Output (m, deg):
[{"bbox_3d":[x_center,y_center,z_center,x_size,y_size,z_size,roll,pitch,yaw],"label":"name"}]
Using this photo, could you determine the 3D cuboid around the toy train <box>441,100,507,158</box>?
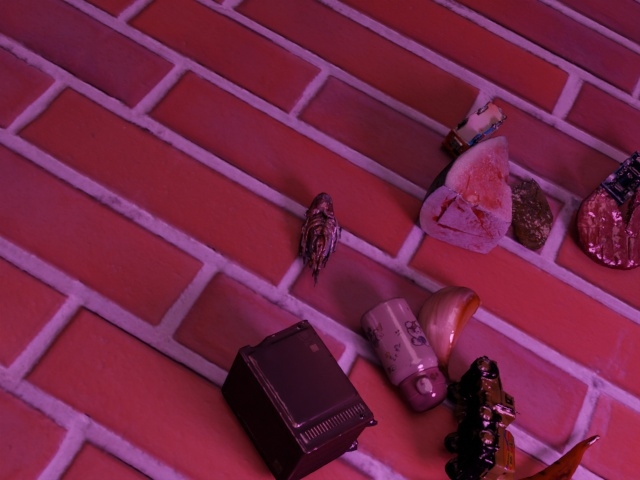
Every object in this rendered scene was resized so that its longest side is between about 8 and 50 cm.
[{"bbox_3d":[0.388,-0.273,2.103,0.188,0.099,0.072,-36,76,-31],"label":"toy train"}]

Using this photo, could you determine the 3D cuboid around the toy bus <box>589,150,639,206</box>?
[{"bbox_3d":[0.766,-0.146,2.123,0.160,0.092,0.079,-39,79,-24],"label":"toy bus"}]

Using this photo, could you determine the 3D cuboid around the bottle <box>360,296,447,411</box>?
[{"bbox_3d":[0.178,0.239,1.726,0.110,0.110,0.233,-16,64,-23],"label":"bottle"}]

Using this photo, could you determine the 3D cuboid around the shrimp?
[{"bbox_3d":[0.000,0.000,1.850,0.090,0.079,0.232,7,63,-4],"label":"shrimp"}]

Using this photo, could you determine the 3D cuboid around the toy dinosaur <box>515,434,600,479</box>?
[{"bbox_3d":[0.407,0.523,1.621,0.432,0.097,0.208,-7,49,-23],"label":"toy dinosaur"}]

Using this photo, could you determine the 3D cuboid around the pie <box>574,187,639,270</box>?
[{"bbox_3d":[0.719,-0.031,2.021,0.219,0.054,0.204,16,85,-4],"label":"pie"}]

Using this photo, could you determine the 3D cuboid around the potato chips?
[{"bbox_3d":[0.506,-0.068,2.051,0.142,0.026,0.209,29,56,7],"label":"potato chips"}]

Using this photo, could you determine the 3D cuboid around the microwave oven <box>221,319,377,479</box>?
[{"bbox_3d":[-0.048,0.308,1.584,0.178,0.188,0.247,-22,62,-31],"label":"microwave oven"}]

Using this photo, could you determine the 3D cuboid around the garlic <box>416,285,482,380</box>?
[{"bbox_3d":[0.261,0.178,1.795,0.115,0.128,0.206,14,61,23],"label":"garlic"}]

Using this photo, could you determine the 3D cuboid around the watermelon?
[{"bbox_3d":[0.364,-0.098,1.918,0.201,0.213,0.262,41,58,12],"label":"watermelon"}]

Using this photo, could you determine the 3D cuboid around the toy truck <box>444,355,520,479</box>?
[{"bbox_3d":[0.326,0.357,1.656,0.127,0.127,0.257,20,40,-12],"label":"toy truck"}]
